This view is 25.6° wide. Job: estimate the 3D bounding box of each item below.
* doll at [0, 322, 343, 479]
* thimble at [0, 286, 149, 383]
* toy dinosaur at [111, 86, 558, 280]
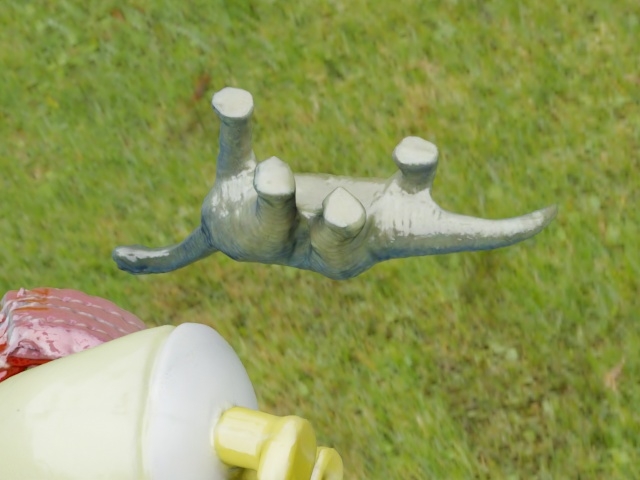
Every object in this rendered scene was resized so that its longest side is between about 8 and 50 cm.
[{"bbox_3d":[-0.139,0.111,0.702,0.296,0.141,0.117,-9,69,15],"label":"doll"},{"bbox_3d":[-0.224,0.139,1.268,0.163,0.190,0.125,-54,21,13],"label":"thimble"},{"bbox_3d":[0.000,0.000,0.816,0.248,0.188,0.075,10,63,-2],"label":"toy dinosaur"}]
